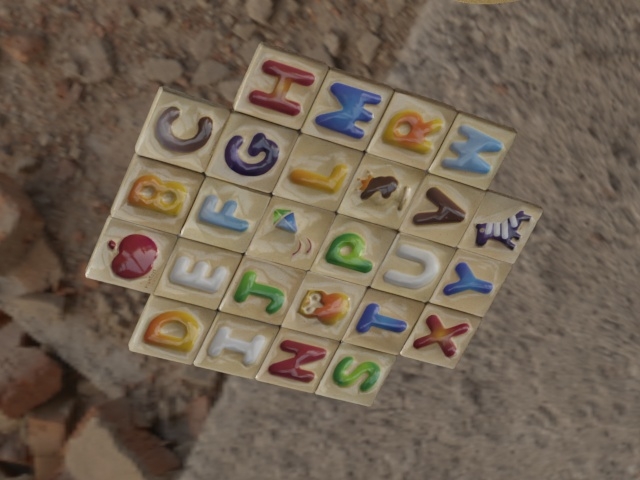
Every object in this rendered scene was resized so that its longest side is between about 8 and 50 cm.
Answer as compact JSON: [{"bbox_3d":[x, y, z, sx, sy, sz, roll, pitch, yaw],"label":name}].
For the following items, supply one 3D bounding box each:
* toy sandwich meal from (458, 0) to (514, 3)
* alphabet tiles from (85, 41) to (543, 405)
[{"bbox_3d":[0.062,-0.102,0.419,0.086,0.085,0.029,-19,69,15],"label":"toy sandwich meal"},{"bbox_3d":[0.000,0.000,1.104,0.285,0.343,0.011,-63,25,24],"label":"alphabet tiles"}]
